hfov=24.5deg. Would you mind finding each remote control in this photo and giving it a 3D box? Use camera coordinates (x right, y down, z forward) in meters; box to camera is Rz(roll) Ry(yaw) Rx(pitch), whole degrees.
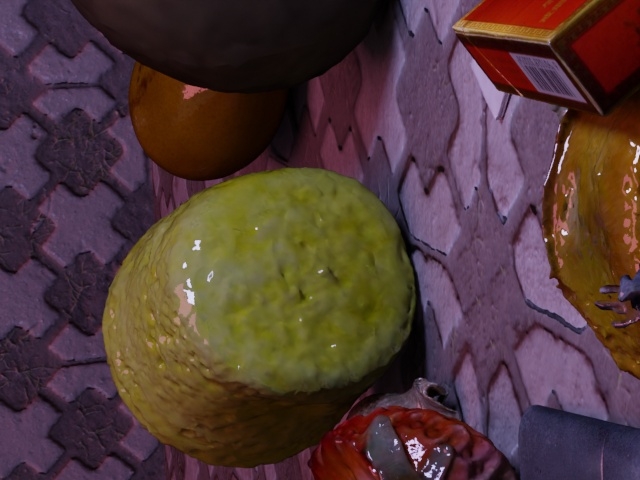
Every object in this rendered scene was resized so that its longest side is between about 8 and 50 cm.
[{"bbox_3d":[0.252,0.201,1.169,0.377,0.044,0.107,177,93,-74],"label":"remote control"}]

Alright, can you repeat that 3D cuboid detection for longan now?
[{"bbox_3d":[-0.127,-0.385,1.700,0.404,0.404,0.436,-145,50,-70],"label":"longan"}]

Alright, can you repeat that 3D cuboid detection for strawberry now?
[{"bbox_3d":[0.105,0.294,1.510,0.265,0.149,0.336,59,157,14],"label":"strawberry"}]

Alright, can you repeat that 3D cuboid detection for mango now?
[{"bbox_3d":[-0.155,-0.236,2.179,0.378,0.221,0.264,130,137,-57],"label":"mango"}]

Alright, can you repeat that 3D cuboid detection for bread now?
[{"bbox_3d":[0.234,-0.010,0.988,0.160,0.147,0.261,177,89,-77],"label":"bread"},{"bbox_3d":[-0.070,0.086,1.750,0.308,0.348,0.348,140,124,-66],"label":"bread"}]

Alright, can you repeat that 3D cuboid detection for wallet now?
[{"bbox_3d":[0.164,-0.160,1.435,0.044,0.011,0.083,104,156,-48],"label":"wallet"}]

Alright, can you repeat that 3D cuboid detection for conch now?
[{"bbox_3d":[0.104,0.227,1.651,0.155,0.130,0.207,42,133,5],"label":"conch"}]

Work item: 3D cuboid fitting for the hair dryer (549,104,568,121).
[{"bbox_3d":[0.180,-0.269,1.190,0.296,0.119,0.298,97,150,-59],"label":"hair dryer"}]

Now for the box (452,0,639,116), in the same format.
[{"bbox_3d":[0.193,-0.165,1.016,0.074,0.153,0.240,46,180,-14],"label":"box"}]

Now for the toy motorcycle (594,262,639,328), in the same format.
[{"bbox_3d":[0.271,-0.005,0.754,0.401,0.134,0.207,-13,82,46],"label":"toy motorcycle"}]

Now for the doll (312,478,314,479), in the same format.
[{"bbox_3d":[0.028,0.386,1.880,0.296,0.117,0.141,-117,30,-53],"label":"doll"}]
